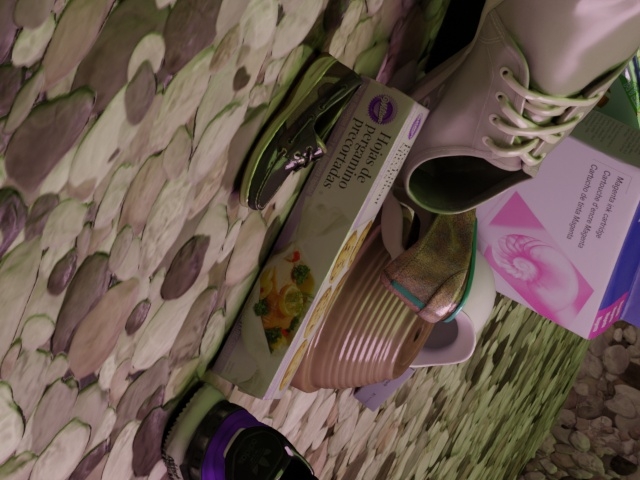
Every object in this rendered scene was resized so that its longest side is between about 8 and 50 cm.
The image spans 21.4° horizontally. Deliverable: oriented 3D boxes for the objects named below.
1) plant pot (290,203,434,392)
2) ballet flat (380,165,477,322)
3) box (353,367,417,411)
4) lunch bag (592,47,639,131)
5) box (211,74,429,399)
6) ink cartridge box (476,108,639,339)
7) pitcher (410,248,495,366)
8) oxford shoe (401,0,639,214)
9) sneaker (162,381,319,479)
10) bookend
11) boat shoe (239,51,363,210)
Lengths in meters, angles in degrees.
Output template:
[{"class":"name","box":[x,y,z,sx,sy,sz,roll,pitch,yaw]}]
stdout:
[{"class":"plant pot","box":[0.062,0.079,1.879,0.237,0.110,0.237,-53,163,-25]},{"class":"ballet flat","box":[0.122,-0.046,1.817,0.107,0.106,0.316,-57,-168,37]},{"class":"box","box":[0.128,0.125,2.221,0.186,0.038,0.145,-52,180,-34]},{"class":"lunch bag","box":[0.355,-0.248,2.051,0.243,0.115,0.303,-64,150,-49]},{"class":"box","box":[0.000,0.000,1.630,0.324,0.063,0.067,-63,165,4]},{"class":"ink cartridge box","box":[0.305,-0.024,2.056,0.071,0.330,0.324,-50,160,-35]},{"class":"pitcher","box":[0.120,0.084,2.068,0.207,0.178,0.125,-59,132,-63]},{"class":"oxford shoe","box":[0.202,-0.147,1.603,0.449,0.169,0.130,136,-40,-56]},{"class":"sneaker","box":[-0.065,0.251,1.701,0.102,0.146,0.293,-57,163,-16]},{"class":"bookend","box":[0.195,-0.245,1.809,0.157,0.072,0.156,-32,147,-61]},{"class":"boat shoe","box":[-0.017,-0.089,1.452,0.152,0.049,0.056,-60,165,-4]}]
